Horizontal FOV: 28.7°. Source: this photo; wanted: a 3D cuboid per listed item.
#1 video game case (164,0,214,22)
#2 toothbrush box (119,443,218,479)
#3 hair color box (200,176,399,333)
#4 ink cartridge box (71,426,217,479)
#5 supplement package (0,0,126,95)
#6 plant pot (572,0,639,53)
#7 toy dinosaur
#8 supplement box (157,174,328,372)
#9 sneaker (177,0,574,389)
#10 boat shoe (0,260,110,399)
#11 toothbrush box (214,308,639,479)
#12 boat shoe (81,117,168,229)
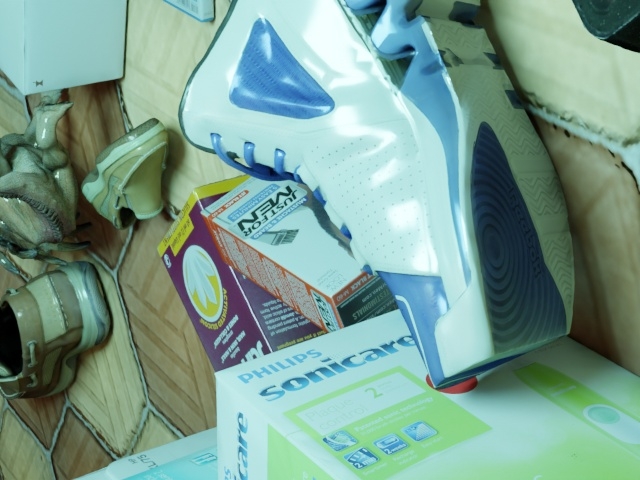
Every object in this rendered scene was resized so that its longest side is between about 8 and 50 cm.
[{"bbox_3d":[-0.126,-0.275,1.027,0.119,0.015,0.166,36,136,45],"label":"video game case"},{"bbox_3d":[-0.038,0.257,0.874,0.126,0.295,0.216,16,118,55],"label":"toothbrush box"},{"bbox_3d":[0.000,0.000,0.881,0.167,0.093,0.053,31,151,47],"label":"hair color box"},{"bbox_3d":[-0.084,0.329,1.070,0.198,0.197,0.270,24,124,52],"label":"ink cartridge box"},{"bbox_3d":[-0.272,-0.232,1.198,0.179,0.105,0.105,45,137,39],"label":"supplement package"},{"bbox_3d":[0.173,-0.169,0.476,0.187,0.167,0.188,-39,72,57],"label":"plant pot"},{"bbox_3d":[-0.292,-0.042,1.258,0.295,0.127,0.200,-146,46,-67],"label":"toy dinosaur"},{"bbox_3d":[-0.046,0.053,0.997,0.188,0.080,0.104,63,146,17],"label":"supplement box"},{"bbox_3d":[0.022,-0.058,0.753,0.182,0.127,0.316,-25,74,35],"label":"sneaker"},{"bbox_3d":[-0.349,0.115,1.462,0.123,0.116,0.324,65,147,15],"label":"boat shoe"},{"bbox_3d":[0.100,0.153,0.696,0.283,0.206,0.122,31,129,49],"label":"toothbrush box"},{"bbox_3d":[-0.170,-0.055,1.169,0.072,0.068,0.190,58,158,1],"label":"boat shoe"}]
